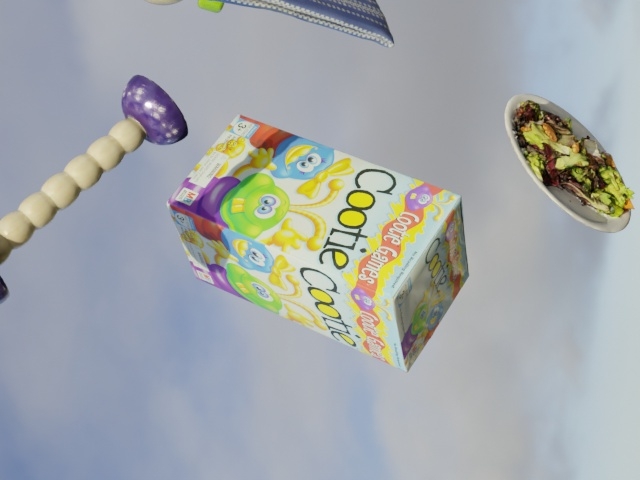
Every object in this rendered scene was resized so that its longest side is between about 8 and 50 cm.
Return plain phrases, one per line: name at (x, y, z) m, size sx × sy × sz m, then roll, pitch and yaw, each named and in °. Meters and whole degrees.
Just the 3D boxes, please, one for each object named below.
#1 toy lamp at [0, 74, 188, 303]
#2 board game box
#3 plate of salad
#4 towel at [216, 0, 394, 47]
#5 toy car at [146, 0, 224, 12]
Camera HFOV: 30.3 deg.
toy lamp at (-0.231, -0.030, 0.985) m, size 0.275 × 0.080 × 0.080 m, roll -46°, pitch -33°, yaw -21°
board game box at (0.000, 0.000, 1.251) m, size 0.142 × 0.275 × 0.144 m, roll -54°, pitch -29°, yaw -27°
plate of salad at (0.294, -0.097, 1.363) m, size 0.048 × 0.200 × 0.200 m, roll -43°, pitch 13°, yaw 37°
towel at (-0.076, -0.336, 1.209) m, size 0.243 × 0.040 × 0.336 m, roll 7°, pitch -134°, yaw -41°
toy car at (-0.177, -0.366, 1.397) m, size 0.188 × 0.155 × 0.149 m, roll -105°, pitch 32°, yaw -66°
